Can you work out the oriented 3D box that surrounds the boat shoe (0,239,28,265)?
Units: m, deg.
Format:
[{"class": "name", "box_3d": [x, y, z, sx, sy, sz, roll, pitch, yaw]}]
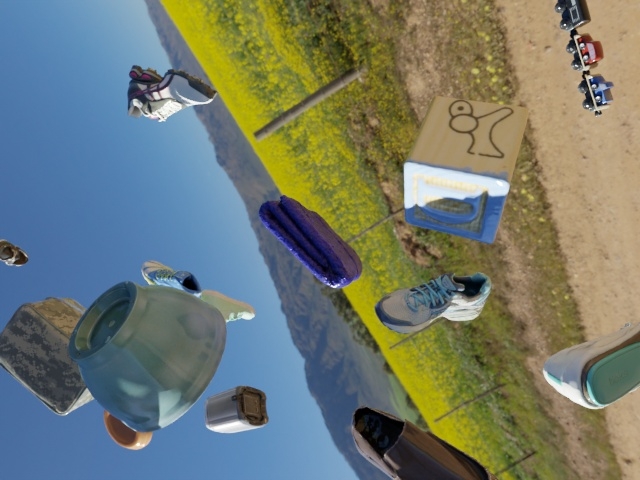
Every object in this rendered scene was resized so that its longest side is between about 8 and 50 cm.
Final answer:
[{"class": "boat shoe", "box_3d": [-0.667, 0.031, 0.929, 0.038, 0.046, 0.125, 26, 160, -12]}]

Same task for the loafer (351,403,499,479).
[{"class": "loafer", "box_3d": [0.194, 0.460, 0.910, 0.365, 0.134, 0.130, 7, 139, 45]}]

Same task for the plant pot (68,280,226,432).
[{"class": "plant pot", "box_3d": [-0.368, 0.205, 0.880, 0.196, 0.293, 0.293, 52, -176, -38]}]

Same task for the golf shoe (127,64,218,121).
[{"class": "golf shoe", "box_3d": [-0.352, -0.334, 1.019, 0.272, 0.120, 0.105, 16, 179, 32]}]

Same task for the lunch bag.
[{"class": "lunch bag", "box_3d": [-0.699, 0.310, 1.240, 0.305, 0.213, 0.256, 36, -172, 4]}]

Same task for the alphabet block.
[{"class": "alphabet block", "box_3d": [0.285, -0.143, 0.866, 0.192, 0.197, 0.194, 17, 150, 20]}]

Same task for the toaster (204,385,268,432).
[{"class": "toaster", "box_3d": [-0.282, 0.564, 1.434, 0.227, 0.146, 0.129, 47, -154, -57]}]

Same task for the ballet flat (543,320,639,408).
[{"class": "ballet flat", "box_3d": [0.601, 0.213, 0.832, 0.139, 0.399, 0.139, 170, 90, -72]}]

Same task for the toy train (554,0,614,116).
[{"class": "toy train", "box_3d": [0.338, -0.237, 0.547, 0.036, 0.027, 0.159, -14, 93, 61]}]

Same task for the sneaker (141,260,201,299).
[{"class": "sneaker", "box_3d": [-0.465, 0.119, 1.382, 0.240, 0.126, 0.091, 36, -142, 5]}]

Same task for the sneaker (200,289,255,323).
[{"class": "sneaker", "box_3d": [-0.334, 0.279, 1.512, 0.256, 0.094, 0.151, 35, -124, -50]}]

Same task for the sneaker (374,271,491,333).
[{"class": "sneaker", "box_3d": [0.255, 0.121, 0.973, 0.122, 0.282, 0.110, 103, 152, -47]}]

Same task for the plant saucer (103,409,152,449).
[{"class": "plant saucer", "box_3d": [-0.627, 0.583, 1.389, 0.200, 0.199, 0.037, 59, -153, 4]}]

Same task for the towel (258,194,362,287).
[{"class": "towel", "box_3d": [0.000, 0.000, 0.945, 0.227, 0.076, 0.308, 43, -173, 9]}]
